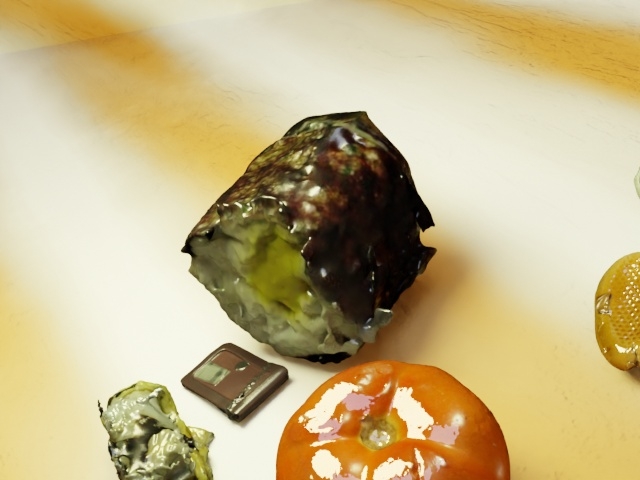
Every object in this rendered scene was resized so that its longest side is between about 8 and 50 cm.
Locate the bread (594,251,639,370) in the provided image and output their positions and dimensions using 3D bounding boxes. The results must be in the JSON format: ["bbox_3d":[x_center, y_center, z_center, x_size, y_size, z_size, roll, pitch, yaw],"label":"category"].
[{"bbox_3d":[0.413,0.096,1.082,0.114,0.077,0.189,-6,46,30],"label":"bread"}]

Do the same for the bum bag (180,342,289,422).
[{"bbox_3d":[-0.130,0.207,1.242,0.109,0.026,0.159,-39,33,-27],"label":"bum bag"}]

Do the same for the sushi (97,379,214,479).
[{"bbox_3d":[-0.207,0.277,1.087,0.139,0.131,0.291,-25,25,-10],"label":"sushi"}]

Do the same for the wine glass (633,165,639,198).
[{"bbox_3d":[0.537,-0.046,1.180,0.156,0.156,0.232,-12,29,9],"label":"wine glass"}]

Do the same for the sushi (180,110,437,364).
[{"bbox_3d":[-0.002,0.002,1.237,0.281,0.299,0.294,-25,19,45],"label":"sushi"}]

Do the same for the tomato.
[{"bbox_3d":[0.081,0.258,0.927,0.260,0.180,0.259,-13,37,10],"label":"tomato"}]
